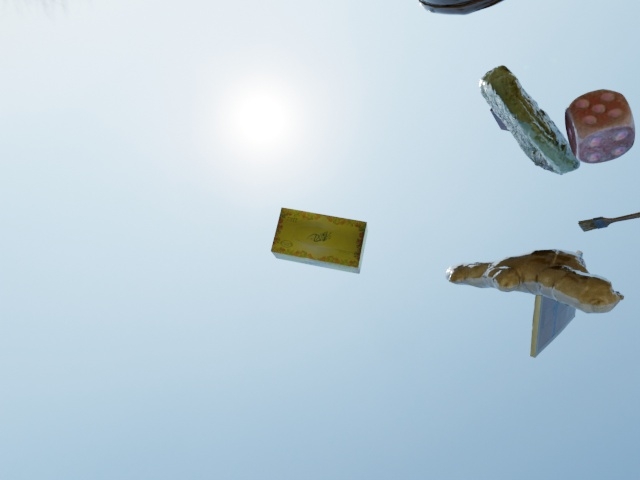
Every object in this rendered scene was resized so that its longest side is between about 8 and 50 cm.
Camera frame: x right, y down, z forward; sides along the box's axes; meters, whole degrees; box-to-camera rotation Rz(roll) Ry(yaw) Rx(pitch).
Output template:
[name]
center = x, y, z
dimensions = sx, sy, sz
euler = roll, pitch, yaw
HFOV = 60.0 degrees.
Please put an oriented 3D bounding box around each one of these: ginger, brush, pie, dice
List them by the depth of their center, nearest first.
[dice]
center = 0.473, -0.194, 0.944
dimensions = 0.091, 0.093, 0.094
euler = -13, -125, 17
[ginger]
center = 0.349, 0.061, 0.949
dimensions = 0.333, 0.081, 0.148
euler = 1, -147, 46
[pie]
center = 0.419, -0.244, 1.117
dimensions = 0.078, 0.277, 0.277
euler = -40, -139, 15
[brush]
center = 0.744, -0.053, 1.403
dimensions = 0.169, 0.043, 0.014
euler = -15, -133, 40

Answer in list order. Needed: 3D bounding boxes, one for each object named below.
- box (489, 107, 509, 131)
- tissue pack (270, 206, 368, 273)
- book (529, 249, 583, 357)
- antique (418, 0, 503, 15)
[box]
center = 0.438, -0.288, 1.306
dimensions = 0.051, 0.082, 0.023
euler = 25, -99, 44
[tissue pack]
center = 0.000, 0.000, 1.089
dimensions = 0.175, 0.062, 0.095
euler = 11, -104, 10
[book]
center = 0.517, 0.134, 1.208
dimensions = 0.018, 0.170, 0.241
euler = 15, -154, 39
[antique]
center = 0.283, -0.495, 0.925
dimensions = 0.278, 0.129, 0.224
euler = -30, -139, 10
